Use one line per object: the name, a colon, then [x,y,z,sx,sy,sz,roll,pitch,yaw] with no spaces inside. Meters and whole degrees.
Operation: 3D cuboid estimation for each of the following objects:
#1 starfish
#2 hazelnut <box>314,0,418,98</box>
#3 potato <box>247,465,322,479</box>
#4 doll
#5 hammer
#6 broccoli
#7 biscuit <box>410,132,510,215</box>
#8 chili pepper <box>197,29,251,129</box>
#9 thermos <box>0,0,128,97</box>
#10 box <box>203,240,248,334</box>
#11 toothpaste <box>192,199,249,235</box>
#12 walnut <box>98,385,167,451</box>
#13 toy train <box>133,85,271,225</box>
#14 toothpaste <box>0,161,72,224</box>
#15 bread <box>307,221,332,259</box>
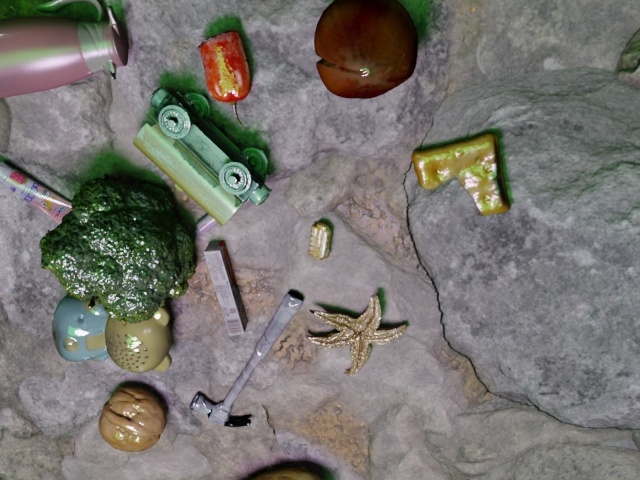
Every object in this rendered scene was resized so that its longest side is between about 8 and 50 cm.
starfish: [0.079,0.215,1.572,0.227,0.043,0.240,11,118,4]
hazelnut: [0.078,-0.339,1.233,0.208,0.208,0.208,2,114,5]
potato: [-0.123,0.673,1.722,0.307,0.173,0.210,-28,144,11]
doll: [-0.465,0.207,1.567,0.261,0.161,0.177,7,113,6]
hammer: [-0.165,0.284,1.632,0.152,0.044,0.427,27,114,-7]
broccoli: [-0.426,0.031,1.445,0.283,0.304,0.321,-19,111,47]
biscuit: [0.286,-0.124,1.399,0.183,0.039,0.174,-9,115,11]
chili pepper: [-0.176,-0.308,1.344,0.086,0.084,0.192,-4,110,27]
thermos: [-0.510,-0.380,1.328,0.265,0.146,0.176,-9,88,2]
box: [-0.212,0.109,1.550,0.040,0.055,0.218,-9,113,9]
toothpaste: [-0.214,-0.064,1.488,0.170,0.028,0.045,-36,99,18]
walnut: [-0.459,0.440,1.685,0.167,0.149,0.166,-2,80,9]
toy train: [-0.245,-0.163,1.382,0.307,0.126,0.189,44,110,-7]
toothpaste: [-0.627,-0.100,1.515,0.194,0.043,0.067,35,110,-16]
bread: [0.000,0.000,1.489,0.049,0.034,0.088,11,112,17]
